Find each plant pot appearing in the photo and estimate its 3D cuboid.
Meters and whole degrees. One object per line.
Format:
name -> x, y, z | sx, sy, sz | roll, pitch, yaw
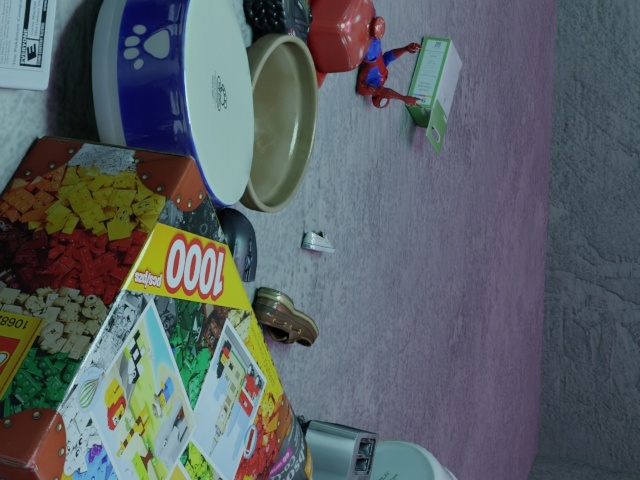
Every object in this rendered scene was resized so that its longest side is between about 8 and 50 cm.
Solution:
plant pot -> -0.096, -0.159, 1.681 | 0.237, 0.109, 0.237 | 9, 90, -69

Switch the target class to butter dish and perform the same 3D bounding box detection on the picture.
butter dish -> 0.043, -0.333, 1.956 | 0.160, 0.118, 0.160 | 68, 36, -53

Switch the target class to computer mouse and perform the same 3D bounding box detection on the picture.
computer mouse -> -0.101, 0.064, 1.727 | 0.071, 0.041, 0.242 | 19, 54, -58

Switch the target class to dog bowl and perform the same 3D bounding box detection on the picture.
dog bowl -> -0.160, -0.163, 1.433 | 0.265, 0.104, 0.265 | -3, 90, -77

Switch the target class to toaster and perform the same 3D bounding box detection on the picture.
toaster -> 0.021, 0.404, 2.227 | 0.185, 0.110, 0.168 | 30, 70, -68

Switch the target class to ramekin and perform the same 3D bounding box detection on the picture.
ramekin -> 0.133, 0.497, 2.363 | 0.127, 0.273, 0.273 | 62, 41, -42

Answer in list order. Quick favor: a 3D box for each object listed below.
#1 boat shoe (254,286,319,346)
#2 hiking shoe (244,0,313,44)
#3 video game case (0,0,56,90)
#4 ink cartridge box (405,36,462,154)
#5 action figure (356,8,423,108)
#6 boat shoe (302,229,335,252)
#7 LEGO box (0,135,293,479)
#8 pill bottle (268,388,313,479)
boat shoe -> -0.059, 0.132, 1.977 | 0.178, 0.064, 0.060 | 49, 58, -56
hiking shoe -> -0.041, -0.289, 1.802 | 0.114, 0.086, 0.227 | -53, 145, -45
video game case -> -0.324, -0.304, 1.131 | 0.300, 0.036, 0.329 | -10, 109, -68
ink cartridge box -> 0.220, -0.287, 2.516 | 0.109, 0.062, 0.209 | 47, 55, -64
action figure -> 0.117, -0.329, 2.139 | 0.280, 0.139, 0.091 | 80, 29, -46
boat shoe -> 0.000, 0.000, 2.108 | 0.100, 0.035, 0.035 | 11, 91, -63
LEGO box -> -0.225, 0.193, 1.378 | 0.500, 0.193, 0.372 | 73, 33, -49
pill bottle -> -0.099, 0.300, 1.796 | 0.278, 0.162, 0.162 | 71, 35, -51
